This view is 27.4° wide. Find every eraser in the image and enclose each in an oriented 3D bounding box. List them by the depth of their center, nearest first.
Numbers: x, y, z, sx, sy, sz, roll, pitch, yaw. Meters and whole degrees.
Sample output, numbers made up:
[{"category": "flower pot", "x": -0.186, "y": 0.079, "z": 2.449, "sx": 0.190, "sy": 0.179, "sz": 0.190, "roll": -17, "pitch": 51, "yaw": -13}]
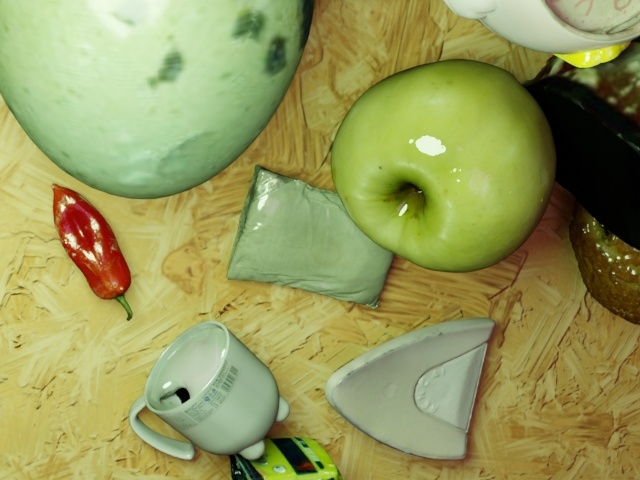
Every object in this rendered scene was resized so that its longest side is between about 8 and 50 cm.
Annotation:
[{"category": "eraser", "x": 0.111, "y": 0.193, "z": 1.753, "sx": 0.243, "sy": 0.059, "sz": 0.204, "roll": 4, "pitch": 105, "yaw": -29}]

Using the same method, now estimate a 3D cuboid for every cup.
[{"category": "cup", "x": -0.133, "y": 0.208, "z": 1.607, "sx": 0.173, "sy": 0.134, "sz": 0.142, "roll": -47, "pitch": 121, "yaw": -5}]

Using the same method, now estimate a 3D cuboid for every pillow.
[{"category": "pillow", "x": 0.000, "y": 0.000, "z": 1.647, "sx": 0.229, "sy": 0.050, "sz": 0.148, "roll": 14, "pitch": 107, "yaw": -27}]

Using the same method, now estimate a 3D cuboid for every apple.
[{"category": "apple", "x": 0.148, "y": -0.096, "z": 1.559, "sx": 0.262, "sy": 0.262, "sz": 0.262, "roll": -8, "pitch": 110, "yaw": -22}]

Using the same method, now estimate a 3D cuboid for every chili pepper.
[{"category": "chili pepper", "x": -0.261, "y": 0.015, "z": 1.531, "sx": 0.059, "sy": 0.050, "sz": 0.191, "roll": -26, "pitch": 109, "yaw": 4}]

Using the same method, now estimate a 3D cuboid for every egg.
[{"category": "egg", "x": -0.176, "y": -0.246, "z": 1.319, "sx": 0.345, "sy": 0.345, "sz": 0.428, "roll": -12, "pitch": 126, "yaw": -20}]

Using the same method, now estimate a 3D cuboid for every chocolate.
[{"category": "chocolate", "x": 0.415, "y": -0.136, "z": 1.595, "sx": 0.210, "sy": 0.340, "sz": 0.225, "roll": -38, "pitch": 151, "yaw": -15}]

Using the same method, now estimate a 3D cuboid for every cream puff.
[{"category": "cream puff", "x": 0.502, "y": -0.014, "z": 1.774, "sx": 0.303, "sy": 0.212, "sz": 0.303, "roll": -7, "pitch": 107, "yaw": -25}]

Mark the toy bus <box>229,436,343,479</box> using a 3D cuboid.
[{"category": "toy bus", "x": -0.044, "y": 0.387, "z": 1.706, "sx": 0.150, "sy": 0.128, "sz": 0.262, "roll": -8, "pitch": 109, "yaw": -17}]

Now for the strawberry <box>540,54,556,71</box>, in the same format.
[{"category": "strawberry", "x": 0.330, "y": -0.209, "z": 1.726, "sx": 0.104, "sy": 0.048, "sz": 0.152, "roll": 30, "pitch": 89, "yaw": -24}]

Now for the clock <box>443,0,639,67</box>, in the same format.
[{"category": "clock", "x": 0.270, "y": -0.424, "z": 1.512, "sx": 0.368, "sy": 0.250, "sz": 0.377, "roll": -29, "pitch": 123, "yaw": -12}]
